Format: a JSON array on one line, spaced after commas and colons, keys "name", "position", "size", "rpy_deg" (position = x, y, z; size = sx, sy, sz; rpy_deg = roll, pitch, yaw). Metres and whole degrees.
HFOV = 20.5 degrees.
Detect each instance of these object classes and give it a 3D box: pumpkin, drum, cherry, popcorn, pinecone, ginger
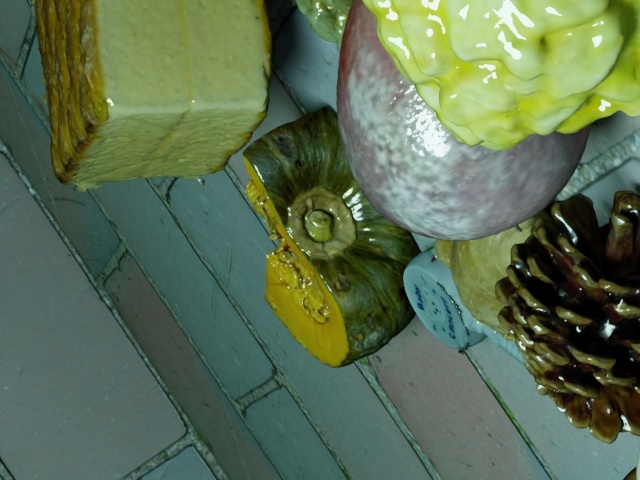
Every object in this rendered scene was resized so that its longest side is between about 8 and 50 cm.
[{"name": "pumpkin", "position": [0.001, -0.001, 2.023], "size": [0.280, 0.139, 0.190], "rpy_deg": [61, 159, -6]}, {"name": "drum", "position": [0.182, 0.104, 1.887], "size": [0.253, 0.049, 0.130], "rpy_deg": [45, 156, 31]}, {"name": "cherry", "position": [0.114, -0.112, 1.462], "size": [0.285, 0.213, 0.236], "rpy_deg": [66, 173, -32]}, {"name": "popcorn", "position": [0.162, -0.186, 1.237], "size": [0.237, 0.293, 0.293], "rpy_deg": [-16, 110, 31]}, {"name": "pinecone", "position": [0.240, 0.053, 1.503], "size": [0.186, 0.169, 0.212], "rpy_deg": [38, 152, 23]}, {"name": "ginger", "position": [0.173, 0.016, 1.701], "size": [0.157, 0.102, 0.216], "rpy_deg": [57, 161, 21]}]

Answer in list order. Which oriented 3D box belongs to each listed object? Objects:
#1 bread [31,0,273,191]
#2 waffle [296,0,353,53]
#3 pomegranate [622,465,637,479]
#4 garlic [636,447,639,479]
[{"name": "bread", "position": [-0.185, -0.220, 1.905], "size": [0.279, 0.207, 0.279], "rpy_deg": [133, 132, -66]}, {"name": "waffle", "position": [0.030, -0.267, 1.671], "size": [0.291, 0.056, 0.309], "rpy_deg": [59, 161, -8]}, {"name": "pomegranate", "position": [0.349, 0.274, 1.692], "size": [0.129, 0.159, 0.129], "rpy_deg": [-169, 90, -73]}, {"name": "garlic", "position": [0.343, 0.214, 1.417], "size": [0.185, 0.203, 0.281], "rpy_deg": [7, 132, 13]}]
